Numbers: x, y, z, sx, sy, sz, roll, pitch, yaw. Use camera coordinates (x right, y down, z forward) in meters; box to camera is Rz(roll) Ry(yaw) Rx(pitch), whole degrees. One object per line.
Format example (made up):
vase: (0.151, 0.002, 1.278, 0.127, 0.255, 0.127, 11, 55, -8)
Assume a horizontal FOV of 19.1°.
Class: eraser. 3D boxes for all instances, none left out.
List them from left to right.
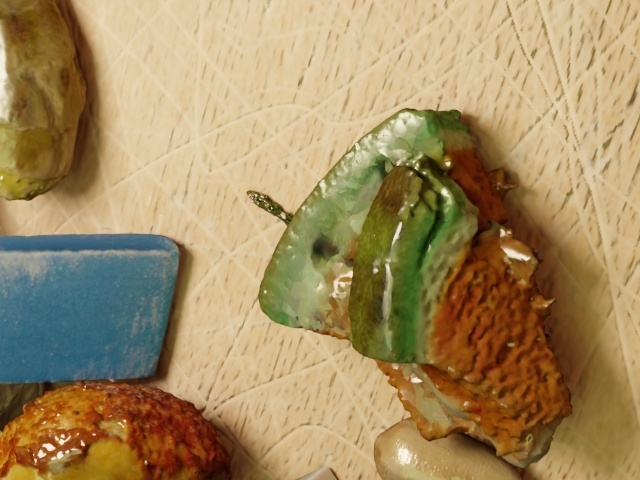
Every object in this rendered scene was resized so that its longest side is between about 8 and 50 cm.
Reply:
eraser: (-0.283, 0.063, 1.723, 0.042, 0.312, 0.144, 43, 126, 50)

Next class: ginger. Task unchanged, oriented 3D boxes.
ginger: (-0.285, -0.168, 1.749, 0.116, 0.109, 0.263, -8, 96, 33)

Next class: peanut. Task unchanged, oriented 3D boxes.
peanut: (0.115, 0.207, 1.686, 0.152, 0.076, 0.076, 25, 115, 21)

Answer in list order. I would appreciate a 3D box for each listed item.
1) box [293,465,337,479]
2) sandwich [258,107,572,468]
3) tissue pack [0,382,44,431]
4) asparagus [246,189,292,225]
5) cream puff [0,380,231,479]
box: (-0.045, 0.313, 1.685, 0.079, 0.269, 0.135, -29, 90, 30)
sandwich: (0.090, 0.066, 1.599, 0.301, 0.162, 0.250, 48, 117, 5)
tissue pack: (-0.469, 0.244, 1.911, 0.380, 0.207, 0.297, 7, 110, 25)
asparagus: (0.000, 0.000, 1.711, 0.166, 0.016, 0.013, 32, 151, 13)
cream puff: (-0.207, 0.217, 1.766, 0.240, 0.240, 0.164, -20, 73, 30)
